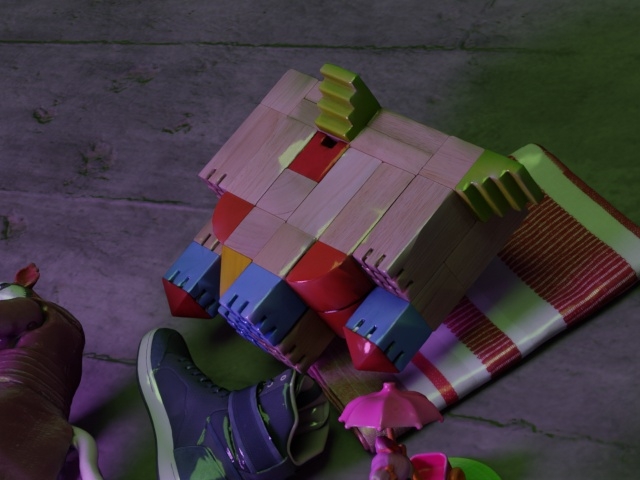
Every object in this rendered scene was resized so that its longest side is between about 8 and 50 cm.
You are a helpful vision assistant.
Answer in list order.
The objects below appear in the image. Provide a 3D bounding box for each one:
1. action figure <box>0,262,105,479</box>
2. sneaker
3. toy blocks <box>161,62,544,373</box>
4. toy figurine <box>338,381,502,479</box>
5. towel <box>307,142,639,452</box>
[{"bbox_3d":[-0.277,0.146,1.612,0.276,0.248,0.370,-13,42,16],"label":"action figure"},{"bbox_3d":[-0.078,0.142,1.616,0.163,0.086,0.226,-31,46,13],"label":"sneaker"},{"bbox_3d":[0.000,0.000,1.643,0.261,0.191,0.381,-51,43,-12],"label":"toy blocks"},{"bbox_3d":[0.065,0.196,1.420,0.130,0.159,0.173,-8,42,24],"label":"toy figurine"},{"bbox_3d":[0.131,0.043,1.662,0.329,0.037,0.237,-32,38,-7],"label":"towel"}]
